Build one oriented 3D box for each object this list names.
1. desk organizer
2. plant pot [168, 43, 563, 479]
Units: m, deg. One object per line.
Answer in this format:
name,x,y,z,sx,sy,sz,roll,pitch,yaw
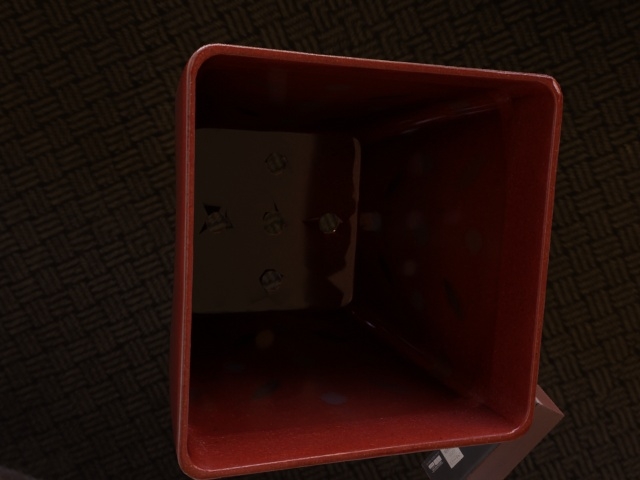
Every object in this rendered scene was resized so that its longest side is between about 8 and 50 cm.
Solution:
desk organizer,0.162,0.189,0.702,0.050,0.047,0.130,29,107,-36
plant pot,0.000,0.000,0.596,0.267,0.236,0.267,0,99,-22
